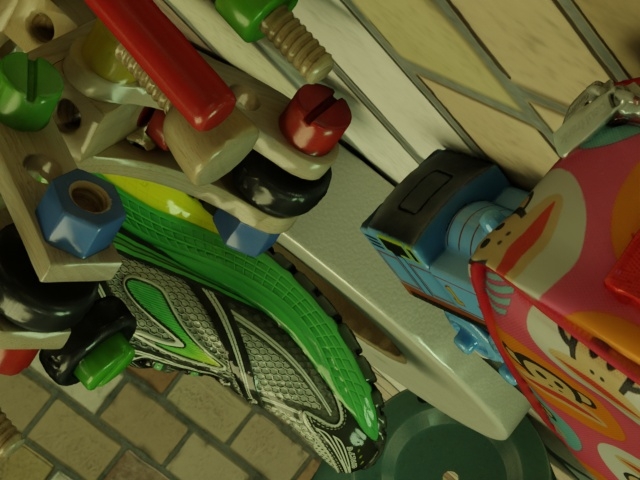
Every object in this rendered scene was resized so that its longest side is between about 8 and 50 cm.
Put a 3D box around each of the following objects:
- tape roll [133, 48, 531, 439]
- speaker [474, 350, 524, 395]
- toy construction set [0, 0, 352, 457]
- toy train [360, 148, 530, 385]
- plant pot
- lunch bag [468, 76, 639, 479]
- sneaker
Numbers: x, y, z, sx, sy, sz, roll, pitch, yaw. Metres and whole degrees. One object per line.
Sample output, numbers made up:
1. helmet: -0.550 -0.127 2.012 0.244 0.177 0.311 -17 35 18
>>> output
1. tape roll: 0.000 0.000 1.338 0.392 0.072 0.392 37 174 5
2. speaker: 0.150 0.081 1.159 0.136 0.055 0.055 41 173 -28
3. toy construction set: -0.133 -0.089 0.972 0.237 0.257 0.309 49 155 12
4. toy train: 0.100 0.020 0.921 0.105 0.080 0.184 48 170 -27
5. plant pot: 0.111 0.261 1.783 0.271 0.272 0.255 37 159 13
6. lunch bag: 0.186 0.071 0.616 0.293 0.120 0.258 35 172 30
7. sneaker: -0.100 0.047 1.260 0.343 0.146 0.134 38 173 -2
